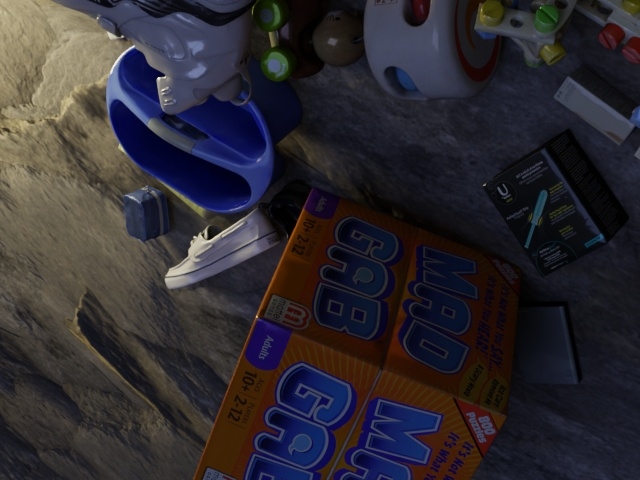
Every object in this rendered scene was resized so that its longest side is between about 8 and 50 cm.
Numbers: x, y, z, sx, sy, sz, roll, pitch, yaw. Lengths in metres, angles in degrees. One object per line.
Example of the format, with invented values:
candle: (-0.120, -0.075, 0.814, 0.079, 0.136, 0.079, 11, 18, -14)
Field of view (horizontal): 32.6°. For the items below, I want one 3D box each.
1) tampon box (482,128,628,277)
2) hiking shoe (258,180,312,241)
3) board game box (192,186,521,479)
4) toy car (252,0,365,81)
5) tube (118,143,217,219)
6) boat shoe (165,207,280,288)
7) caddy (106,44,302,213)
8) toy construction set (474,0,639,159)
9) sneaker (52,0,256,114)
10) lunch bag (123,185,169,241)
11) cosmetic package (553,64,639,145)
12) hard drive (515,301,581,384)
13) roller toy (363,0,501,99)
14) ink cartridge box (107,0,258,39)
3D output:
tampon box: (0.338, -0.055, 1.575, 0.120, 0.101, 0.161, -33, 91, 38)
hiking shoe: (0.000, 0.000, 1.814, 0.227, 0.114, 0.086, 37, 127, 14)
board game box: (0.061, 0.205, 1.656, 0.357, 0.356, 0.356, 22, 125, 0)
toy car: (0.019, -0.319, 1.637, 0.189, 0.155, 0.148, 0, 112, 23)
tube: (-0.272, -0.130, 1.971, 0.240, 0.062, 0.070, 41, 87, 17)
boat shoe: (-0.186, 0.013, 1.969, 0.258, 0.095, 0.084, -24, 93, 28)
caddy: (-0.199, -0.196, 1.813, 0.341, 0.179, 0.241, 32, 126, 17)
toy construction set: (0.375, -0.250, 1.396, 0.328, 0.215, 0.151, 41, 165, 0)
sneaker: (-0.257, -0.308, 1.628, 0.366, 0.137, 0.210, 11, 124, 22)
lunch bag: (-0.320, -0.054, 2.032, 0.067, 0.065, 0.098, 25, 126, 40)
cosmetic package: (0.386, -0.186, 1.509, 0.115, 0.060, 0.041, 40, 129, 13)
hard drive: (0.352, 0.160, 1.719, 0.094, 0.022, 0.135, -3, 110, 34)
roller toy: (0.152, -0.294, 1.526, 0.146, 0.191, 0.209, 3, 114, 33)
ink cartridge box: (-0.267, -0.504, 1.795, 0.385, 0.091, 0.308, 2, 114, 50)
